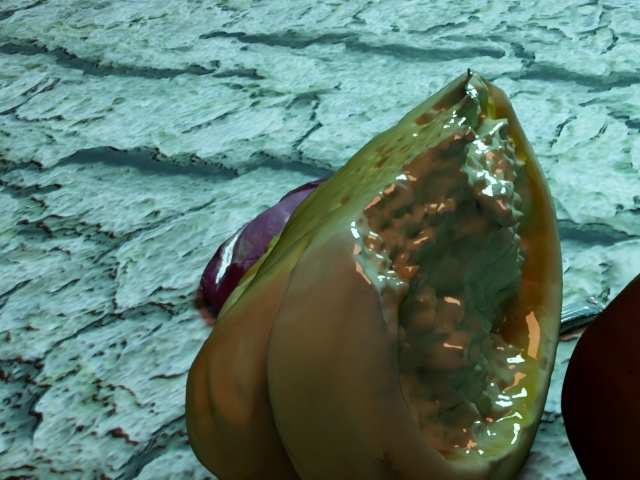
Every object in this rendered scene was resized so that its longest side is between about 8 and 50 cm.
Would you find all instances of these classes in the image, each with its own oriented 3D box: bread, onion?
[{"bbox_3d":[0.052,0.039,1.316,0.245,0.329,0.424,8,34,21],"label":"bread"},{"bbox_3d":[0.000,0.000,1.656,0.247,0.111,0.250,-9,28,-17],"label":"onion"}]

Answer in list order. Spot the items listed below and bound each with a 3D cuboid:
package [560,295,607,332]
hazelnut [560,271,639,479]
[{"bbox_3d":[0.231,0.077,1.576,0.110,0.015,0.037,-17,29,-29],"label":"package"},{"bbox_3d":[0.365,0.110,1.149,0.365,0.366,0.366,-2,26,1],"label":"hazelnut"}]
